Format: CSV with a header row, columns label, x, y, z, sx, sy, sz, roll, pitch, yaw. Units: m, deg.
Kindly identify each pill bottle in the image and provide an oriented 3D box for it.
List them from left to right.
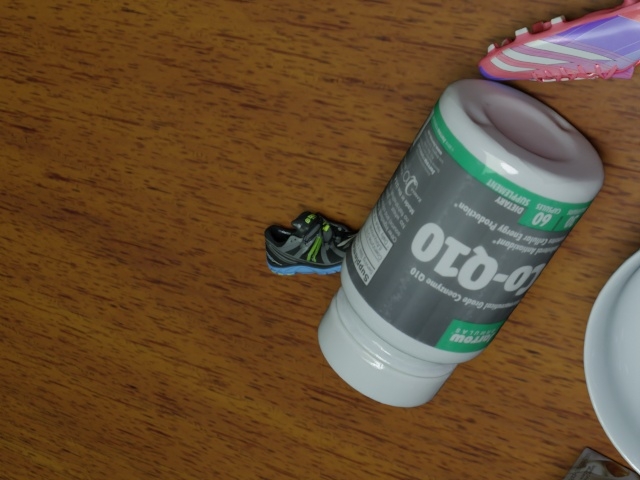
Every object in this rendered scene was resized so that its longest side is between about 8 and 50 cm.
label,x,y,z,sx,sy,sz,roll,pitch,yaw
pill bottle,0.149,0.011,1.338,0.204,0.204,0.361,39,123,15

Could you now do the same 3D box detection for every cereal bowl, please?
label,x,y,z,sx,sy,sz,roll,pitch,yaw
cereal bowl,0.462,0.124,1.224,0.339,0.141,0.339,11,112,28

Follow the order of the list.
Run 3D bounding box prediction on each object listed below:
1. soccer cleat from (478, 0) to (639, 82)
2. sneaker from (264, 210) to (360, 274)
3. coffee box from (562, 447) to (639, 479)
label,x,y,z,sx,sy,sz,roll,pitch,yaw
soccer cleat,0.289,-0.205,1.255,0.248,0.083,0.095,-16,98,31
sneaker,0.000,0.000,1.506,0.188,0.067,0.078,-6,109,36
coffee box,0.387,0.365,1.353,0.246,0.141,0.098,27,118,20
